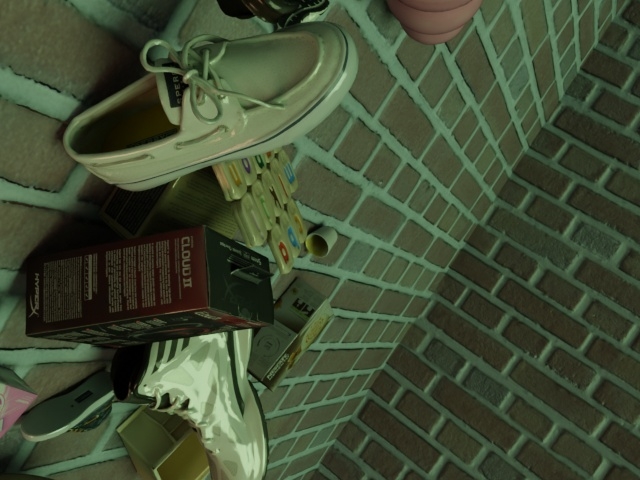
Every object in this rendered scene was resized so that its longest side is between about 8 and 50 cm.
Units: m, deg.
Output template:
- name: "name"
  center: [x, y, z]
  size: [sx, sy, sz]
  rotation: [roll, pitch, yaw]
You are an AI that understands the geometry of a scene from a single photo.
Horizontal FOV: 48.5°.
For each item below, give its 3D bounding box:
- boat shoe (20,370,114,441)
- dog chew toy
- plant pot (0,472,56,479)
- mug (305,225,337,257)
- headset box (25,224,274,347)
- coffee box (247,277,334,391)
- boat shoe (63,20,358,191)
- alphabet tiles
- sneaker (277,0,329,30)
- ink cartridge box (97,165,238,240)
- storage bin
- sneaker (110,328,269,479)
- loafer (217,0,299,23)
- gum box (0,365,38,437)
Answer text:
- name: "boat shoe"
  center: [-0.411, 0.295, 1.178]
  size: [0.183, 0.065, 0.083]
  rotation: [-29, 145, -50]
- name: "dog chew toy"
  center: [0.196, -0.449, 1.211]
  size: [0.206, 0.207, 0.332]
  rotation: [-52, 166, -7]
- name: "plant pot"
  center: [-0.490, 0.476, 1.105]
  size: [0.284, 0.191, 0.284]
  rotation: [-44, 155, -26]
- name: "mug"
  center: [0.001, -0.003, 1.639]
  size: [0.064, 0.078, 0.062]
  rotation: [-44, 125, -48]
- name: "headset box"
  center: [-0.211, 0.071, 0.976]
  size: [0.218, 0.293, 0.110]
  rotation: [34, 49, -68]
- name: "coffee box"
  center: [-0.085, 0.229, 1.717]
  size: [0.246, 0.098, 0.141]
  rotation: [-50, 158, -14]
- name: "boat shoe"
  center: [-0.144, -0.170, 0.815]
  size: [0.367, 0.135, 0.156]
  rotation: [-17, 163, 19]
- name: "alphabet tiles"
  center: [-0.091, -0.101, 1.045]
  size: [0.284, 0.021, 0.278]
  rotation: [-68, 138, -66]
- name: "sneaker"
  center: [-0.030, -0.345, 1.100]
  size: [0.109, 0.040, 0.043]
  rotation: [-40, 170, -26]
- name: "ink cartridge box"
  center: [-0.192, -0.073, 1.074]
  size: [0.193, 0.088, 0.235]
  rotation: [-55, 159, 3]
- name: "storage bin"
  center: [-0.282, 0.406, 1.529]
  size: [0.260, 0.123, 0.262]
  rotation: [-43, 155, -29]
- name: "sneaker"
  center: [-0.247, 0.292, 1.272]
  size: [0.258, 0.169, 0.447]
  rotation: [-13, 102, -39]
- name: "loafer"
  center: [-0.084, -0.297, 0.866]
  size: [0.078, 0.080, 0.220]
  rotation: [-43, -154, 13]
- name: "gum box"
  center: [-0.470, 0.211, 0.929]
  size: [0.107, 0.062, 0.188]
  rotation: [-50, 160, -12]
